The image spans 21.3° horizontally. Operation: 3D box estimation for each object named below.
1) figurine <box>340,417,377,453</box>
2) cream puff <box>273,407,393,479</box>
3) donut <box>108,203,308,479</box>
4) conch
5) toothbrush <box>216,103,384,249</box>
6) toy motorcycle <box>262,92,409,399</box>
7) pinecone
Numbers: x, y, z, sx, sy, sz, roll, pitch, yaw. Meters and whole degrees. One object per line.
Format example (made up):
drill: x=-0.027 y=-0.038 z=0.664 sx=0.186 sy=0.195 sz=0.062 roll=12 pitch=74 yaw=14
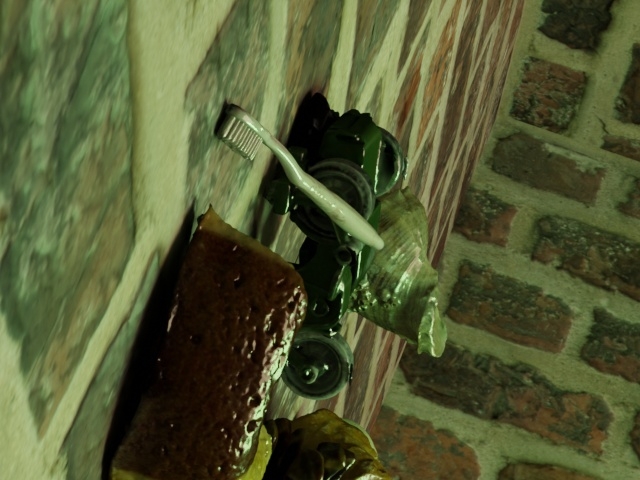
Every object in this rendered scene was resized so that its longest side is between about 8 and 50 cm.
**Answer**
figurine: x=0.031 y=0.372 z=2.285 sx=0.205 sy=0.185 sz=0.332 roll=-65 pitch=-166 yaw=5
cream puff: x=-0.005 y=0.325 z=2.049 sx=0.241 sy=0.154 sz=0.269 roll=-53 pitch=-135 yaw=27
donut: x=-0.090 y=0.133 z=1.356 sx=0.151 sy=0.112 sz=0.295 roll=-65 pitch=169 yaw=-49
conch: x=0.093 y=0.043 z=2.146 sx=0.163 sy=0.245 sz=0.178 roll=-33 pitch=163 yaw=18
toothbrush: x=-0.010 y=-0.042 z=1.426 sx=0.030 sy=0.025 sz=0.307 roll=-61 pitch=149 yaw=-6
toy motorcycle: x=0.000 y=0.000 z=1.652 sx=0.205 sy=0.127 sz=0.275 roll=-54 pitch=155 yaw=-67
pinecone: x=-0.040 y=0.294 z=1.804 sx=0.202 sy=0.201 sz=0.229 roll=-59 pitch=-157 yaw=25
